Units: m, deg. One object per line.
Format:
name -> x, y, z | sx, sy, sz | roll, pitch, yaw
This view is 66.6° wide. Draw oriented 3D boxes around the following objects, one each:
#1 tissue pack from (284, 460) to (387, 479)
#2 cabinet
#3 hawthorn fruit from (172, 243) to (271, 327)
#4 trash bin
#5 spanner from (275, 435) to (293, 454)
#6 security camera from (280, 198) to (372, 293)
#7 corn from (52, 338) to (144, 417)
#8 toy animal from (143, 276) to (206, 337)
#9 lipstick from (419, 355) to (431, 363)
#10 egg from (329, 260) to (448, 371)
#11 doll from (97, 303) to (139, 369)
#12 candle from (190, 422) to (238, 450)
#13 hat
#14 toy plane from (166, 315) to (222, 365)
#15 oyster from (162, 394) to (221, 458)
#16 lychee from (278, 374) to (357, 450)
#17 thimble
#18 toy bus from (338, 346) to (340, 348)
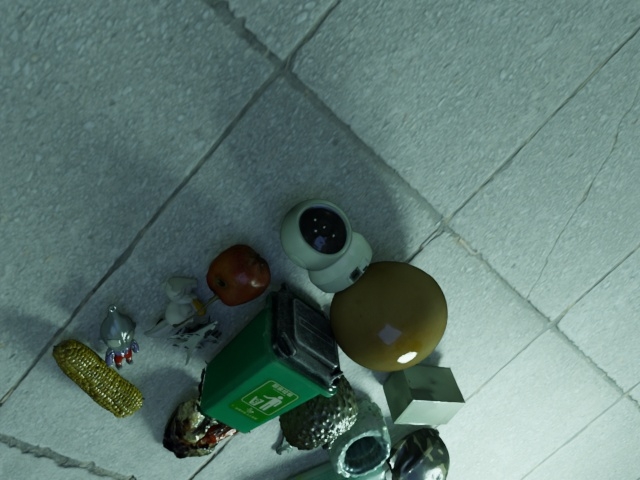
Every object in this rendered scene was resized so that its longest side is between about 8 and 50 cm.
tissue pack -> 0.071, 0.966, 1.821 | 0.388, 0.162, 0.287 | -21, 118, -4
cabinet -> 0.346, 0.524, 1.653 | 0.206, 0.145, 0.150 | 10, 128, -20
hawthorn fruit -> -0.259, 0.140, 1.284 | 0.285, 0.165, 0.165 | -47, 119, 1
trash bin -> -0.151, 0.342, 1.381 | 0.381, 0.295, 0.259 | -39, 119, 20
spanner -> -0.103, 0.626, 1.675 | 0.071, 0.017, 0.302 | 2, 116, -18
security camera -> 0.000, 0.000, 1.277 | 0.194, 0.194, 0.236 | -38, 115, 6
corn -> -0.623, 0.384, 1.361 | 0.102, 0.102, 0.313 | -31, 117, 2
toy animal -> -0.394, 0.190, 1.335 | 0.127, 0.131, 0.181 | 16, 107, 15
lipstick -> 0.310, 0.404, 1.661 | 0.129, 0.030, 0.030 | -4, 118, -14
egg -> 0.195, 0.208, 1.359 | 0.374, 0.301, 0.301 | 4, 119, -44
doll -> -0.550, 0.260, 1.324 | 0.102, 0.075, 0.227 | -24, 135, -39
candle -> -0.265, 0.573, 1.522 | 0.302, 0.059, 0.084 | -17, 144, -38
hat -> 0.391, 0.914, 1.767 | 0.257, 0.381, 0.366 | -35, 142, 20
toy plane -> -0.338, 0.261, 1.367 | 0.160, 0.082, 0.234 | 14, 131, -31
oyster -> -0.393, 0.602, 1.538 | 0.275, 0.100, 0.271 | -36, 136, 0
lychee -> -0.016, 0.510, 1.507 | 0.255, 0.255, 0.274 | -24, 86, -2
thimble -> 0.129, 0.681, 1.677 | 0.205, 0.172, 0.250 | 33, 106, -26
toy bus -> 0.128, 0.315, 1.546 | 0.203, 0.063, 0.090 | 23, 110, -26
